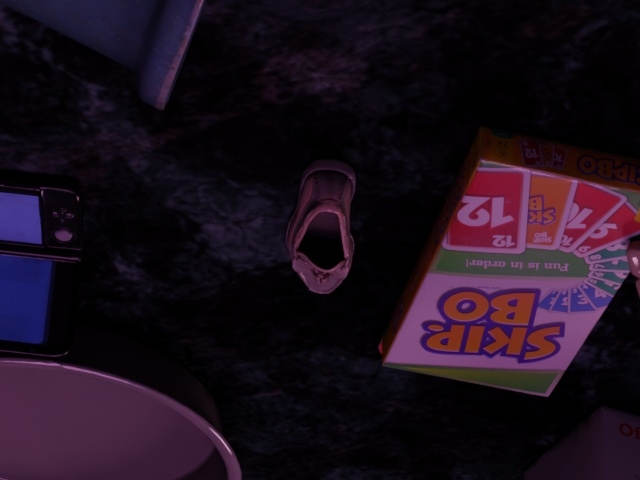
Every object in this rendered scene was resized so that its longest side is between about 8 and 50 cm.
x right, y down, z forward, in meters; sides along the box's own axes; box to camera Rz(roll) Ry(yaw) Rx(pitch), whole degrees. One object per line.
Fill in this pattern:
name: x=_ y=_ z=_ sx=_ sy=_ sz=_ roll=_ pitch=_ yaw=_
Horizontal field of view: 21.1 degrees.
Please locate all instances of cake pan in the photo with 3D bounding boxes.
cake pan: x=-0.203 y=0.151 z=1.304 sx=0.293 sy=0.054 sz=0.293 roll=3 pitch=143 yaw=2

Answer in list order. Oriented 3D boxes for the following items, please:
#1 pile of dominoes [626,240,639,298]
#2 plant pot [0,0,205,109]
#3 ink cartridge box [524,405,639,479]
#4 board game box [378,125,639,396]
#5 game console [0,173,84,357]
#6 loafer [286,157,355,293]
pile of dominoes: x=0.329 y=0.069 z=1.062 sx=0.251 sy=0.040 sz=0.196 roll=10 pitch=146 yaw=29
plant pot: x=-0.149 y=-0.257 z=0.556 sx=0.334 sy=0.341 sz=0.341 roll=19 pitch=141 yaw=-6
ink cartridge box: x=0.232 y=0.236 z=1.269 sx=0.128 sy=0.176 sz=0.127 roll=18 pitch=144 yaw=-16
board game box: x=0.126 y=0.027 z=1.123 sx=0.124 sy=0.039 sz=0.259 roll=11 pitch=145 yaw=-7
game console: x=-0.218 y=0.013 z=1.109 sx=0.122 sy=0.071 sz=0.107 roll=6 pitch=143 yaw=-2
loafer: x=0.000 y=0.000 z=1.092 sx=0.045 sy=0.039 sz=0.125 roll=4 pitch=143 yaw=0
